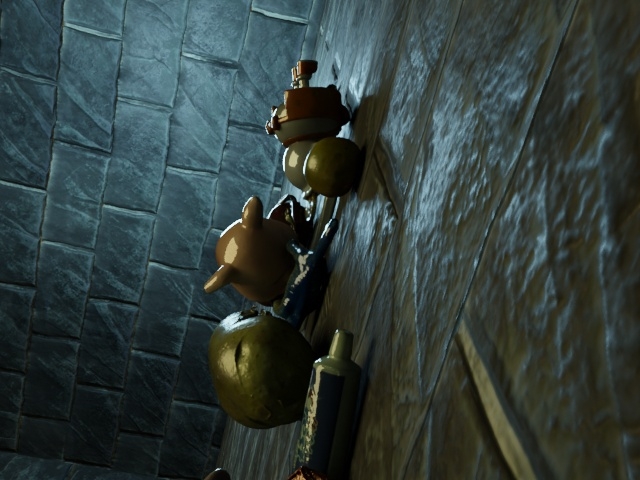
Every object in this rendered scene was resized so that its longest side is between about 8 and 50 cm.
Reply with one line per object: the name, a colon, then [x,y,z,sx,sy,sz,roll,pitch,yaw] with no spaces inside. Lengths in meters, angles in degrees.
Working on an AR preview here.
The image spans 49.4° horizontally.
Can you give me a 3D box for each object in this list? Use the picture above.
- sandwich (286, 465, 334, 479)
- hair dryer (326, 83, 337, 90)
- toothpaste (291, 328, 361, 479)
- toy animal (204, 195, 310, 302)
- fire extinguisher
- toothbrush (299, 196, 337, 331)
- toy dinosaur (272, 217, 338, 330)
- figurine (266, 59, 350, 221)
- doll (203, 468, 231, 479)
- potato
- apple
sandwich: [-0.010,0.245,0.634,0.101,0.026,0.069,-47,53,26]
hair dryer: [0.019,-0.302,1.551,0.047,0.026,0.083,119,159,-70]
toothpaste: [-0.002,0.218,0.676,0.047,0.069,0.268,9,-88,-64]
toy animal: [-0.107,0.028,1.242,0.250,0.154,0.166,53,-136,-78]
fire extinguisher: [-0.083,0.027,1.492,0.341,0.105,0.141,110,155,-52]
toothbrush: [0.000,0.001,1.169,0.030,0.025,0.342,-89,12,-69]
toy dinosaur: [-0.026,0.082,1.062,0.188,0.075,0.247,-157,85,-80]
figurine: [-0.026,-0.171,1.192,0.143,0.143,0.271,139,143,-79]
doll: [-0.148,0.455,0.802,0.214,0.226,0.370,64,175,-12]
potato: [-0.083,0.176,0.980,0.248,0.144,0.169,156,106,-78]
apple: [0.019,-0.106,0.993,0.089,0.075,0.089,-60,-5,-9]
